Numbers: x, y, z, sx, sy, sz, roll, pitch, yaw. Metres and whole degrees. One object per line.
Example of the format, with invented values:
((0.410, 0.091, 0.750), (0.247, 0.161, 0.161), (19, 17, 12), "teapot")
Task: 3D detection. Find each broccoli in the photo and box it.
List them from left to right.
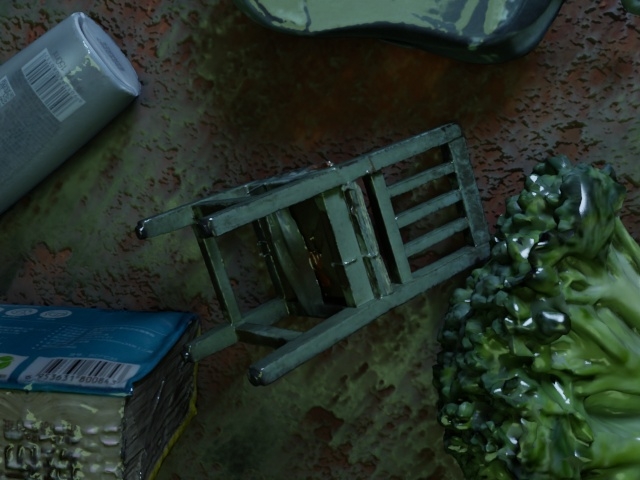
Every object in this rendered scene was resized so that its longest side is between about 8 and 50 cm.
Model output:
((0.214, 0.094, 0.501), (0.245, 0.248, 0.288), (9, 146, 7), "broccoli")

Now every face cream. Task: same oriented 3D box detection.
((-0.297, -0.096, 0.599), (0.269, 0.073, 0.107), (-34, 91, 12), "face cream")

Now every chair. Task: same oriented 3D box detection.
((0.000, 0.000, 0.570), (0.270, 0.147, 0.137), (-26, 104, -33), "chair")

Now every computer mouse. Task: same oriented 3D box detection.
((0.089, -0.229, 0.523), (0.379, 0.090, 0.167), (14, 108, -3), "computer mouse")

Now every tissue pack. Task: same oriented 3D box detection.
((-0.263, 0.143, 0.583), (0.270, 0.192, 0.134), (3, 101, 6), "tissue pack")
